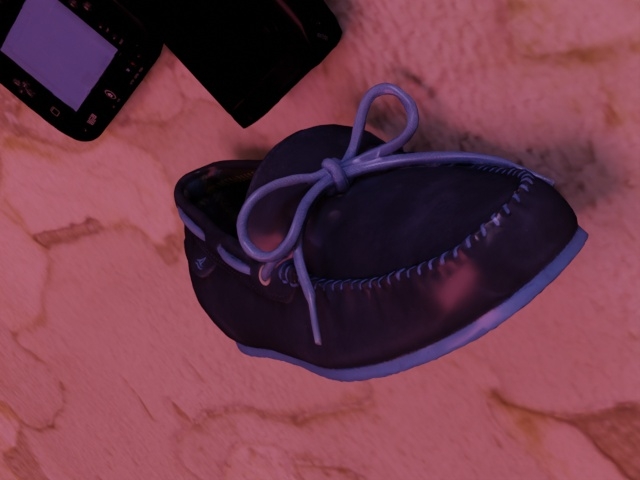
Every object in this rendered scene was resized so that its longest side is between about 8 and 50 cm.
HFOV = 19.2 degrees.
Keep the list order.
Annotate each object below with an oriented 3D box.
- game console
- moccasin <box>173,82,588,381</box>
[{"bbox_3d":[-0.119,-0.133,1.085,0.213,0.044,0.361,48,155,-2],"label":"game console"},{"bbox_3d":[0.000,0.000,0.995,0.117,0.138,0.342,58,151,-12],"label":"moccasin"}]
